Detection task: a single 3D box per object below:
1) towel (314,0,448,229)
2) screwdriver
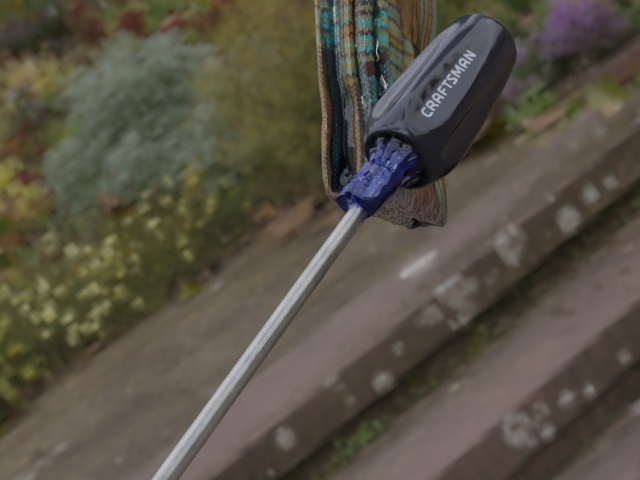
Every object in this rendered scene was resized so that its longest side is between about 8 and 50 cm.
[{"bbox_3d":[0.029,-0.193,0.800,0.040,0.370,0.271,-3,-2,10],"label":"towel"},{"bbox_3d":[0.000,0.000,0.385,0.024,0.025,0.170,-19,21,45],"label":"screwdriver"}]
